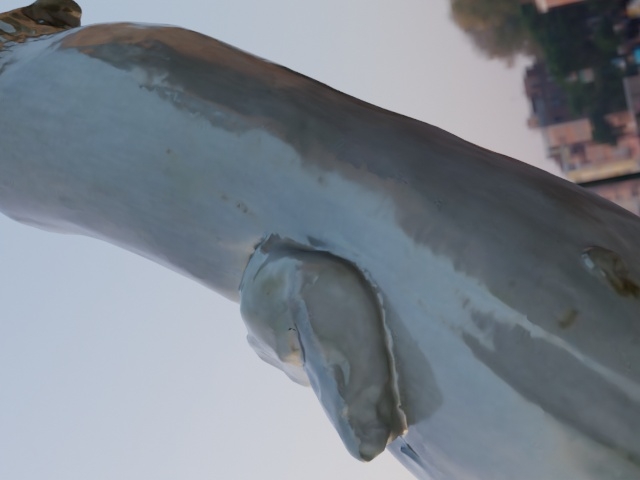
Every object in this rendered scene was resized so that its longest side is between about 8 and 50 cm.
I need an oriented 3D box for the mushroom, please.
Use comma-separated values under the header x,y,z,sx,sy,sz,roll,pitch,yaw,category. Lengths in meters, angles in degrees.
x,y,z,sx,sy,sz,roll,pitch,yaw,category
0.000,0.000,0.360,0.099,0.278,0.096,-59,-17,-10,mushroom
